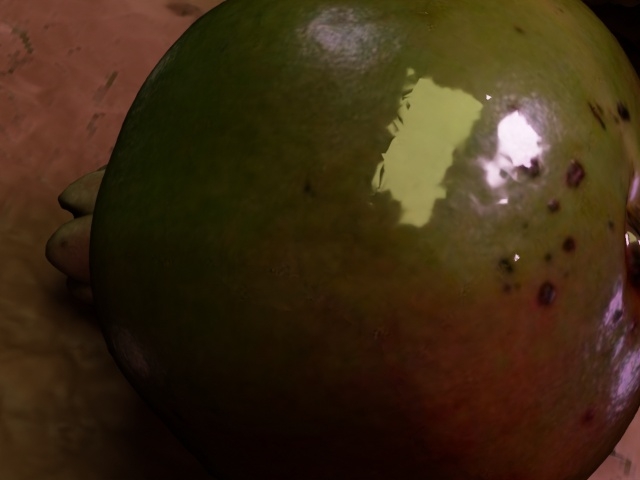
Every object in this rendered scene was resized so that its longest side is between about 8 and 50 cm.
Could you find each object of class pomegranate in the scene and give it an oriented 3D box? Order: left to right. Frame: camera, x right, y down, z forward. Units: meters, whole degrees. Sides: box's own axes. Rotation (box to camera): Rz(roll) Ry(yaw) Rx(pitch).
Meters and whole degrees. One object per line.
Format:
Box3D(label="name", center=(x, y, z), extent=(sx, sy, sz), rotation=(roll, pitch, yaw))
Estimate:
Box3D(label="pomegranate", center=(0.000, 0.000, 0.515), extent=(0.209, 0.180, 0.180), rotation=(6, 38, 35))

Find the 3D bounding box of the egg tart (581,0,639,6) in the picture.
Box3D(label="egg tart", center=(0.149, -0.160, 0.723), extent=(0.297, 0.132, 0.297), rotation=(18, 38, -15))
